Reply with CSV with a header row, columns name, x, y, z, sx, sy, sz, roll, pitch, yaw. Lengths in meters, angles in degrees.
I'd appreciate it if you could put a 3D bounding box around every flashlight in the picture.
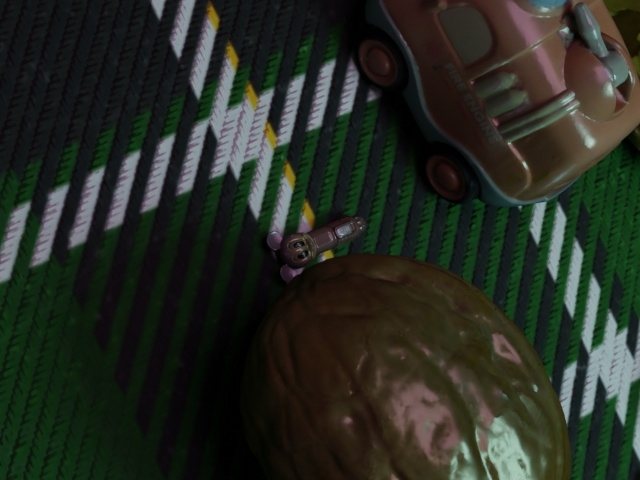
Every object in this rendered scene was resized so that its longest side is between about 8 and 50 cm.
name,x,y,z,sx,sy,sz,roll,pitch,yaw
flashlight,0.000,0.000,1.866,0.110,0.031,0.052,-23,91,-36

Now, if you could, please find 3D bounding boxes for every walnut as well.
name,x,y,z,sx,sy,sz,roll,pitch,yaw
walnut,0.071,0.156,1.740,0.277,0.252,0.313,-31,86,-35

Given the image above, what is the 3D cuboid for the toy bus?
name,x,y,z,sx,sy,sz,roll,pitch,yaw
toy bus,0.191,-0.179,1.924,0.194,0.232,0.288,-34,99,-32

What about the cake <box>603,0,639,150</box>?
name,x,y,z,sx,sy,sz,roll,pitch,yaw
cake,0.383,-0.246,2.063,0.286,0.222,0.227,50,55,-1
